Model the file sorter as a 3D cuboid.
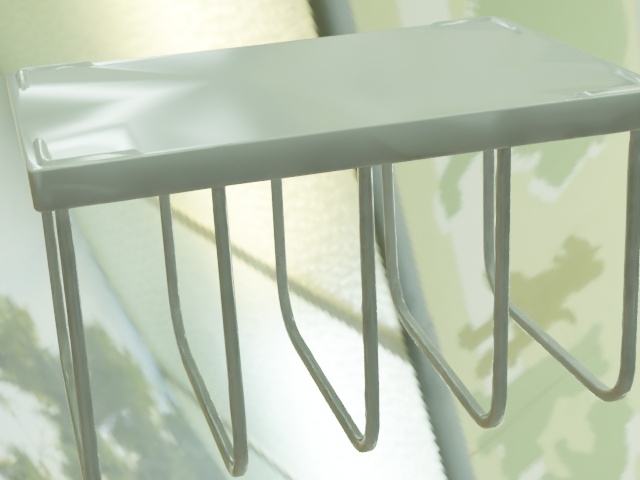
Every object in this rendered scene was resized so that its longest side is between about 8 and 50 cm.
[{"bbox_3d":[0.000,0.000,0.647,0.193,0.277,0.173,-129,-147,-65],"label":"file sorter"}]
